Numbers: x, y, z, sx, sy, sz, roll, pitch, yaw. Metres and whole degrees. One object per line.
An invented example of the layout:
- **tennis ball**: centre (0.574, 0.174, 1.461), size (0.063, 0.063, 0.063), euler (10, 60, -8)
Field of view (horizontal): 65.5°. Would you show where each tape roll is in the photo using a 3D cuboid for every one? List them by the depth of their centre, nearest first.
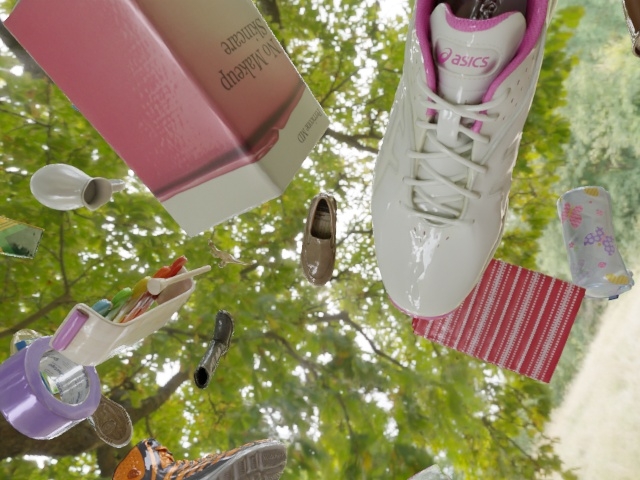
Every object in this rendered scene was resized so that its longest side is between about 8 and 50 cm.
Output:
- **tape roll**: centre (-0.542, 0.293, 1.001), size (0.188, 0.080, 0.189), euler (56, -172, -11)

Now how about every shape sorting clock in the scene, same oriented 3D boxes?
- **shape sorting clock**: centre (-0.655, 0.301, 1.168), size (0.040, 0.206, 0.206), euler (-28, -46, -10)

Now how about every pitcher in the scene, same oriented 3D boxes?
- **pitcher**: centre (-0.667, -0.148, 1.373), size (0.178, 0.207, 0.125), euler (-37, -46, -63)

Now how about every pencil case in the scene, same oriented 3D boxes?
- **pencil case**: centre (0.657, 0.004, 1.200), size (0.114, 0.124, 0.272), euler (15, -119, -30)

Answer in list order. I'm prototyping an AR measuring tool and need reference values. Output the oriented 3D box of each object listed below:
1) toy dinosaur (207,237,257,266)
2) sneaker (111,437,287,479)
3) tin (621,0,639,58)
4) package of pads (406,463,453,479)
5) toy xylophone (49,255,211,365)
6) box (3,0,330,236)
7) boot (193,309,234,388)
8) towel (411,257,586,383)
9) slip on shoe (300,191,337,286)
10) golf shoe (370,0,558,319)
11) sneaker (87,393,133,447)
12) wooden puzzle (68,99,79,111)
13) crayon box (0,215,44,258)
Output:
- **toy dinosaur**: centre (-0.316, 0.061, 1.694), size (0.093, 0.183, 0.053), euler (-35, 29, 60)
- **sneaker**: centre (-0.224, 0.397, 0.865), size (0.321, 0.180, 0.124), euler (-8, -70, -40)
- **tin**: centre (0.241, -0.145, 0.224), size (0.106, 0.190, 0.040), euler (-11, -97, -41)
- **package of pads**: centre (0.196, 0.571, 0.848), size (0.296, 0.229, 0.101), euler (60, 177, 14)
- **toy xylophone**: centre (-0.344, 0.119, 0.970), size (0.236, 0.081, 0.323), euler (-46, -5, 12)
- **box**: centre (-0.119, -0.146, 0.449), size (0.232, 0.127, 0.148), euler (53, -142, -23)
- **boot**: centre (-0.357, 0.357, 1.650), size (0.208, 0.076, 0.189), euler (-51, -34, -63)
- **towel**: centre (0.328, 0.134, 0.952), size (0.031, 0.275, 0.198), euler (-16, -57, -69)
- **slip on shoe**: centre (0.000, 0.000, 0.697), size (0.041, 0.052, 0.135), euler (-69, -12, -83)
- **golf shoe**: centre (0.089, -0.084, 0.350), size (0.140, 0.116, 0.305), euler (-19, -61, -70)
- **sneaker**: centre (-0.662, 0.584, 1.580), size (0.099, 0.282, 0.153), euler (-41, -43, -31)
- **wooden puzzle**: centre (-0.697, -0.397, 1.429), size (0.014, 0.079, 0.116), euler (-53, 6, -28)
- **crayon box**: centre (-0.777, -0.040, 1.050), size (0.323, 0.203, 0.083), euler (89, -163, -81)
